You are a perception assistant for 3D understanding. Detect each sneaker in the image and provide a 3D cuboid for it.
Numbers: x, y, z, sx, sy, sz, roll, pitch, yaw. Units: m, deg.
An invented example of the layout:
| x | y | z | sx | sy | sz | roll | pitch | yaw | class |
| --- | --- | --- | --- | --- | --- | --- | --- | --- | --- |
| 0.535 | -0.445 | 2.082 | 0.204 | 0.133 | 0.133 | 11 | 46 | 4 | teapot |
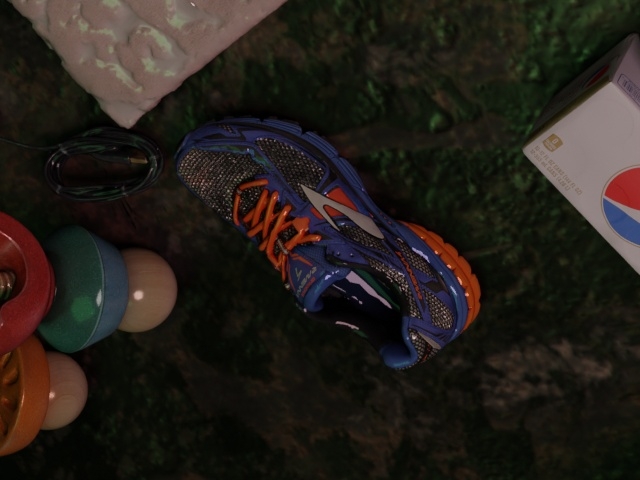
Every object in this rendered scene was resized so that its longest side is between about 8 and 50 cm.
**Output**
| x | y | z | sx | sy | sz | roll | pitch | yaw | class |
| --- | --- | --- | --- | --- | --- | --- | --- | --- | --- |
| 0.000 | 0.000 | 0.983 | 0.221 | 0.087 | 0.083 | 33 | 128 | 2 | sneaker |

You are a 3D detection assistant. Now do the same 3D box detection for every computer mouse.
| x | y | z | sx | sy | sz | roll | pitch | yaw | class |
| --- | --- | --- | --- | --- | --- | --- | --- | --- | --- |
| -0.220 | -0.074 | 1.077 | 0.242 | 0.041 | 0.071 | 15 | 96 | 11 | computer mouse |

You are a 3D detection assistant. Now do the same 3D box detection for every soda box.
| x | y | z | sx | sy | sz | roll | pitch | yaw | class |
| --- | --- | --- | --- | --- | --- | --- | --- | --- | --- |
| 0.218 | -0.010 | 0.884 | 0.216 | 0.069 | 0.074 | 46 | 128 | -7 | soda box |

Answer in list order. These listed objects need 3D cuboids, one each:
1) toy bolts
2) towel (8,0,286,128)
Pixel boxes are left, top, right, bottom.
| x | y | z | sx | sy | sz | roll | pitch | yaw | class |
| --- | --- | --- | --- | --- | --- | --- | --- | --- | --- |
| -0.213 | 0.033 | 1.111 | 0.228 | 0.158 | 0.218 | -27 | 66 | 46 | toy bolts |
| -0.124 | -0.262 | 0.895 | 0.317 | 0.053 | 0.332 | -31 | 103 | 37 | towel |
